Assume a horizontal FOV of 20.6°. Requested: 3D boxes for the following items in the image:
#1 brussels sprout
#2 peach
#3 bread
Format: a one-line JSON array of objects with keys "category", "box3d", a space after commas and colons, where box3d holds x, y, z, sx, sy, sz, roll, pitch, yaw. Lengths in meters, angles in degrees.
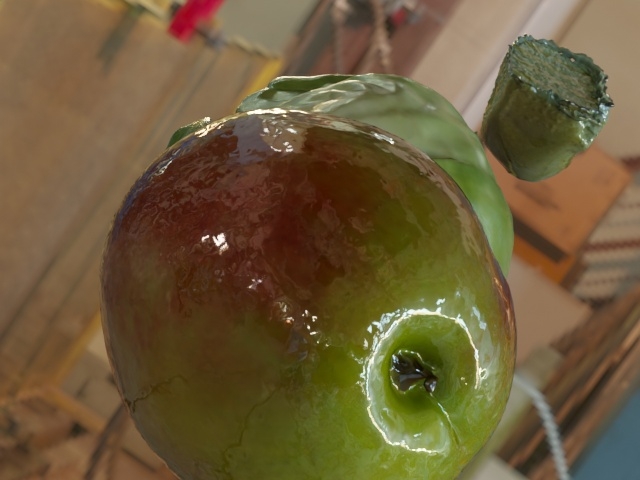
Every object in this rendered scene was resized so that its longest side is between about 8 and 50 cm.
[{"category": "brussels sprout", "box3d": [-0.001, 0.002, 1.207, 0.227, 0.259, 0.294, 68, 9, 16]}, {"category": "peach", "box3d": [-0.007, 0.042, 0.931, 0.231, 0.231, 0.231, 34, 7, -5]}, {"category": "bread", "box3d": [0.182, -0.103, 1.499, 0.103, 0.110, 0.156, 30, 23, 2]}]
